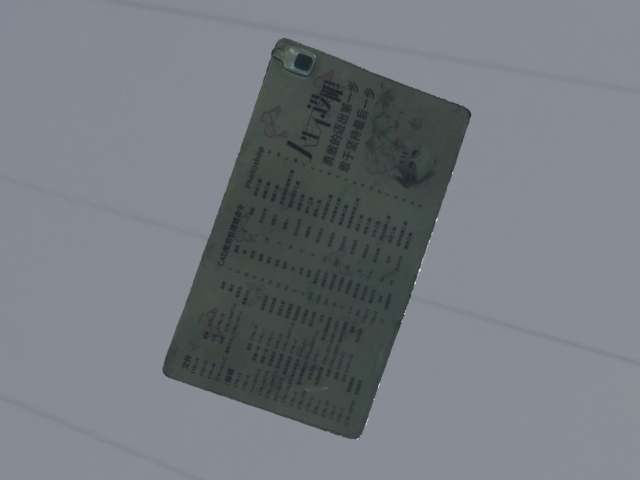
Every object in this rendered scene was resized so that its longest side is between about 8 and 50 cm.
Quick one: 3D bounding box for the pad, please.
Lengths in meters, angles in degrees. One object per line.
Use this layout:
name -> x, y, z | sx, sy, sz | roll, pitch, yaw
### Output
pad -> 0.000, 0.000, 1.235 | 0.009, 0.159, 0.265 | -170, -81, -79
